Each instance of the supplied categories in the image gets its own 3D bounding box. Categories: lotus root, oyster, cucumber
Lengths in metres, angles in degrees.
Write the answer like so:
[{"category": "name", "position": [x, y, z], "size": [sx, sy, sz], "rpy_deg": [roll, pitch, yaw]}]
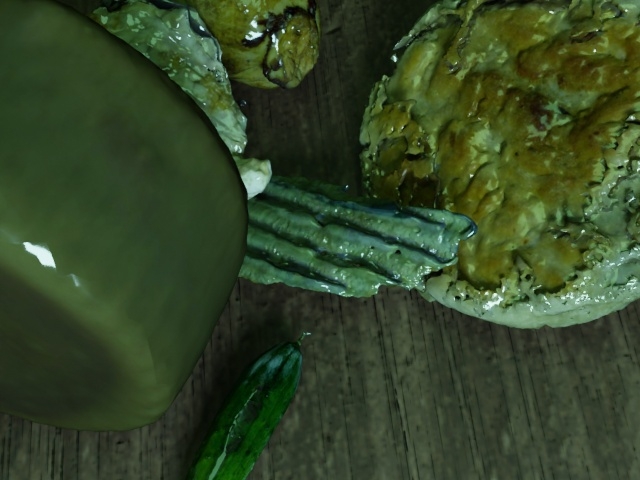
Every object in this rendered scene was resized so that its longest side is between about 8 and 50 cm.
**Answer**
[{"category": "lotus root", "position": [-0.085, -0.174, 0.786], "size": [0.191, 0.108, 0.094], "rpy_deg": [20, 67, 27]}, {"category": "oyster", "position": [-0.116, -0.089, 0.722], "size": [0.191, 0.081, 0.163], "rpy_deg": [20, 101, 16]}, {"category": "cucumber", "position": [-0.051, 0.121, 0.645], "size": [0.039, 0.039, 0.167], "rpy_deg": [21, 65, 16]}]

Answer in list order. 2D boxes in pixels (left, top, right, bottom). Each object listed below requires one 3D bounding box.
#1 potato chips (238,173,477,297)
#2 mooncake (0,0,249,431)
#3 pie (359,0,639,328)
[{"category": "potato chips", "position": [0.000, 0.000, 0.693], "size": [0.208, 0.028, 0.091], "rpy_deg": [15, 64, 31]}, {"category": "mooncake", "position": [-0.187, -0.015, 0.599], "size": [0.285, 0.284, 0.155], "rpy_deg": [15, 56, 13]}, {"category": "pie", "position": [0.149, -0.071, 0.689], "size": [0.274, 0.055, 0.274], "rpy_deg": [-9, 68, 24]}]
